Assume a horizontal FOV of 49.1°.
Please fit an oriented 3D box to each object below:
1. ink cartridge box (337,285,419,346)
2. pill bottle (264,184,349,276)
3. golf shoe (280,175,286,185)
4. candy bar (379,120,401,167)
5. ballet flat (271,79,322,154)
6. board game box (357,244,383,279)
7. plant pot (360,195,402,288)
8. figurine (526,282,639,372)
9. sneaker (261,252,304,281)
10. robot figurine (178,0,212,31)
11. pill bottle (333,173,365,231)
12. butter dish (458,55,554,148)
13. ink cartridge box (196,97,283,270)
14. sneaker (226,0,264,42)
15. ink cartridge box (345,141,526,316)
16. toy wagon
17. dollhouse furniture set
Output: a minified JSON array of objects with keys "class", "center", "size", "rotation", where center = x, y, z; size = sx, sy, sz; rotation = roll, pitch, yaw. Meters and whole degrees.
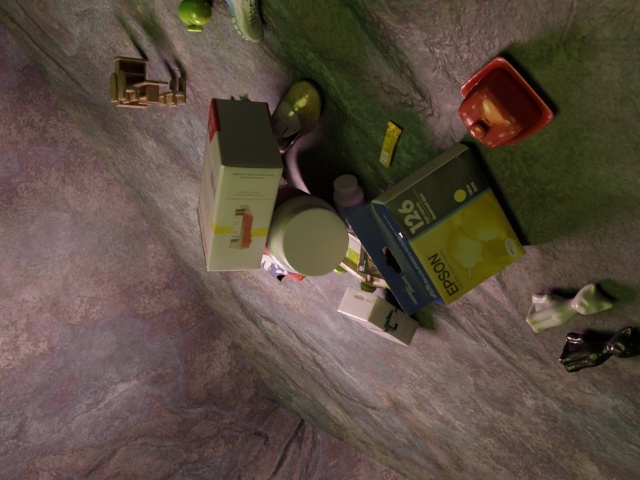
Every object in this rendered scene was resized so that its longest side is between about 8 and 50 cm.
[{"class":"ink cartridge box","center":[0.185,0.245,2.267],"size":[0.219,0.093,0.160],"rotation":[34,167,-36]},{"class":"pill bottle","center":[-0.068,-0.030,2.025],"size":[0.224,0.224,0.392],"rotation":[54,173,-19]},{"class":"golf shoe","center":[-0.152,-0.209,2.213],"size":[0.120,0.105,0.273],"rotation":[32,163,-5]},{"class":"candy bar","center":[0.169,-0.231,1.723],"size":[0.040,0.018,0.161],"rotation":[42,157,17]},{"class":"ballet flat","center":[-0.095,-0.313,1.906],"size":[0.123,0.123,0.348],"rotation":[47,156,-3]},{"class":"board game box","center":[0.175,0.029,2.003],"size":[0.126,0.026,0.186],"rotation":[19,128,17]},{"class":"plant pot","center":[0.209,-0.019,1.765],"size":[0.257,0.256,0.274],"rotation":[59,170,-28]},{"class":"figurine","center":[0.611,0.195,1.610],"size":[0.215,0.092,0.209],"rotation":[49,148,-5]},{"class":"sneaker","center":[-0.188,0.072,2.643],"size":[0.350,0.131,0.148],"rotation":[19,140,45]},{"class":"robot figurine","center":[-0.336,-0.615,1.883],"size":[0.115,0.067,0.101],"rotation":[21,116,46]},{"class":"pill bottle","center":[0.084,-0.106,1.974],"size":[0.087,0.087,0.160],"rotation":[29,150,34]},{"class":"butter dish","center":[0.327,-0.237,1.333],"size":[0.160,0.118,0.160],"rotation":[47,157,-3]},{"class":"ink cartridge box","center":[-0.227,-0.143,1.892],"size":[0.385,0.160,0.279],"rotation":[108,155,-44]},{"class":"sneaker","center":[-0.178,-0.569,1.702],"size":[0.082,0.071,0.191],"rotation":[11,139,44]},{"class":"ink cartridge box","center":[0.264,-0.010,1.575],"size":[0.304,0.307,0.072],"rotation":[56,178,-22]},{"class":"toy wagon","center":[0.141,0.062,2.171],"size":[0.344,0.068,0.267],"rotation":[34,154,23]},{"class":"dollhouse furniture set","center":[-0.580,-0.524,2.282],"size":[0.242,0.212,0.161],"rotation":[7,98,54]}]
